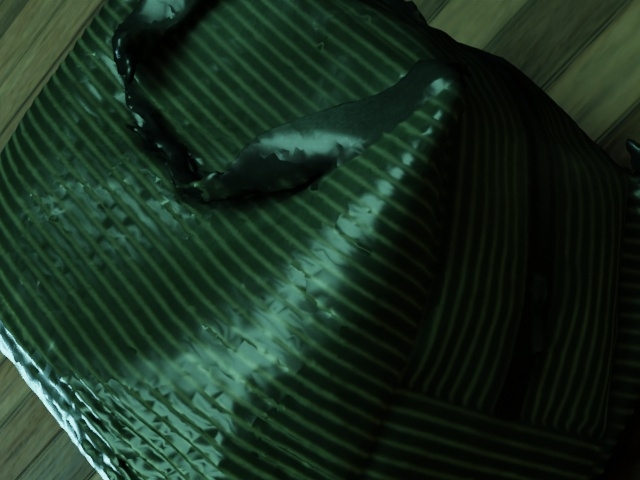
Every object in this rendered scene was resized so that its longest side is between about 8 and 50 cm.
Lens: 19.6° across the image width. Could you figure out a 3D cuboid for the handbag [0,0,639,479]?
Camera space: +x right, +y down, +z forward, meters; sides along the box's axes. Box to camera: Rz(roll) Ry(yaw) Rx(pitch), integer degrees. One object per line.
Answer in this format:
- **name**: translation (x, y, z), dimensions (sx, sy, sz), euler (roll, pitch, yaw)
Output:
- **handbag**: translation (0.000, 0.000, 0.883), dimensions (0.341, 0.247, 0.240), euler (41, 108, 46)
